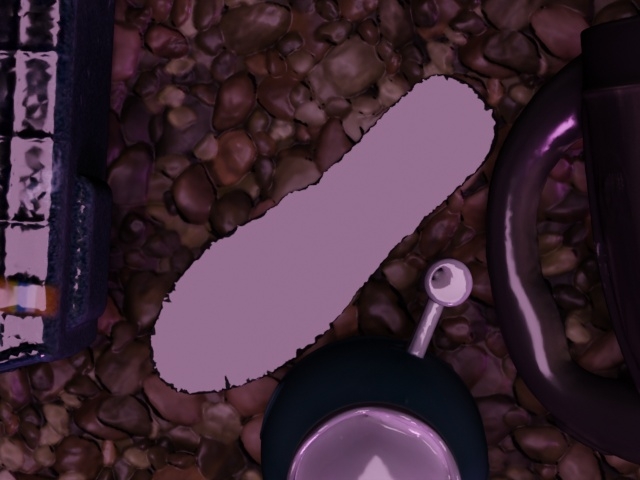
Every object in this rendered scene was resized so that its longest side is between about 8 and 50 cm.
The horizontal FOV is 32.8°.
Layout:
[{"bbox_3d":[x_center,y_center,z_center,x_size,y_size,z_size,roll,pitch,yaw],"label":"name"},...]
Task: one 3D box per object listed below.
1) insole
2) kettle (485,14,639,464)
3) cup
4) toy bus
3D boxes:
[{"bbox_3d":[0.000,0.000,0.813,0.322,0.007,0.109,-43,91,3],"label":"insole"},{"bbox_3d":[0.260,0.014,0.716,0.321,0.228,0.324,-5,96,29],"label":"kettle"},{"bbox_3d":[0.035,0.151,0.734,0.167,0.173,0.300,21,93,3],"label":"cup"},{"bbox_3d":[-0.244,-0.072,0.748,0.194,0.162,0.323,3,90,0],"label":"toy bus"}]
